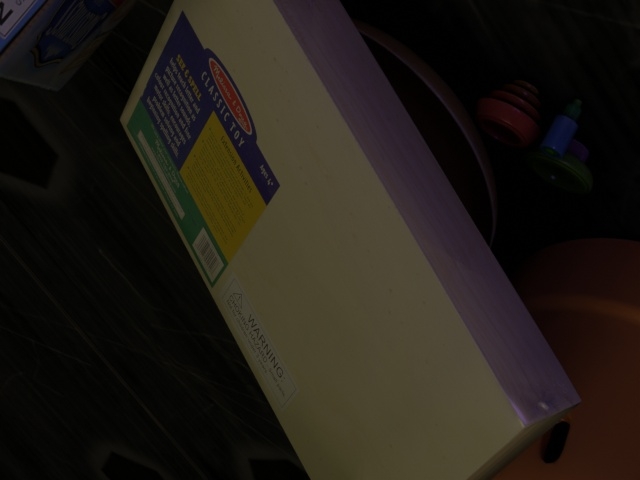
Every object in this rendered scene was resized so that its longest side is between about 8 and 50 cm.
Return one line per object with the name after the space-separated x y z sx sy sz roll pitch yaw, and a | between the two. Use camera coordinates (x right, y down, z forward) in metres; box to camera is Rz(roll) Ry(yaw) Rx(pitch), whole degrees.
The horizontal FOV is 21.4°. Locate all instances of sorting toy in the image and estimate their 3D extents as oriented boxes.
0.154 -0.076 1.152 0.102 0.042 0.061 36 165 -21 | sorting toy

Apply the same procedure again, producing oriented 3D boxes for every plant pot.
0.040 -0.072 1.236 0.236 0.032 0.236 33 149 23 | plant pot
0.219 0.170 1.240 0.291 0.203 0.291 24 145 18 | plant pot

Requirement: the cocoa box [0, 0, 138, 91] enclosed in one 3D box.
-0.179 -0.239 0.945 0.231 0.228 0.347 40 -179 -5 | cocoa box

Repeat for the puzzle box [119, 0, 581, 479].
0.000 0.000 1.182 0.409 0.052 0.272 61 148 17 | puzzle box
